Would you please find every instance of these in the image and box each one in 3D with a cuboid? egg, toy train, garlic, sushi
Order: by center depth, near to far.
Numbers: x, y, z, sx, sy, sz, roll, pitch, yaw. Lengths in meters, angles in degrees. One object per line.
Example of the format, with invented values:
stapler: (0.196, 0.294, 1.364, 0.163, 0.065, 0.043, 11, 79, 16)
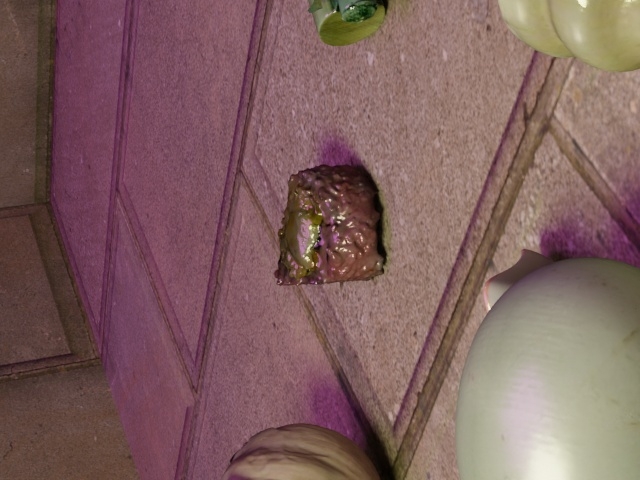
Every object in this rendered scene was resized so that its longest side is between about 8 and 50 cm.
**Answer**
egg: (0.230, 0.194, 0.990, 0.230, 0.230, 0.371, -152, 50, -63)
toy train: (-0.004, -0.388, 1.474, 0.189, 0.126, 0.307, 129, 128, -61)
garlic: (-0.023, 0.416, 1.623, 0.241, 0.322, 0.322, 8, 106, 47)
sushi: (-0.001, -0.020, 1.636, 0.241, 0.107, 0.161, 172, 93, -68)

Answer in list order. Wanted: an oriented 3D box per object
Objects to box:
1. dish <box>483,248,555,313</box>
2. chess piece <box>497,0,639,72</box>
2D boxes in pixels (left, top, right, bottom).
dish: (0.215, 0.125, 1.152, 0.077, 0.151, 0.212, 3, 104, 24)
chess piece: (0.290, -0.167, 0.782, 0.330, 0.182, 0.182, 32, 129, 42)
